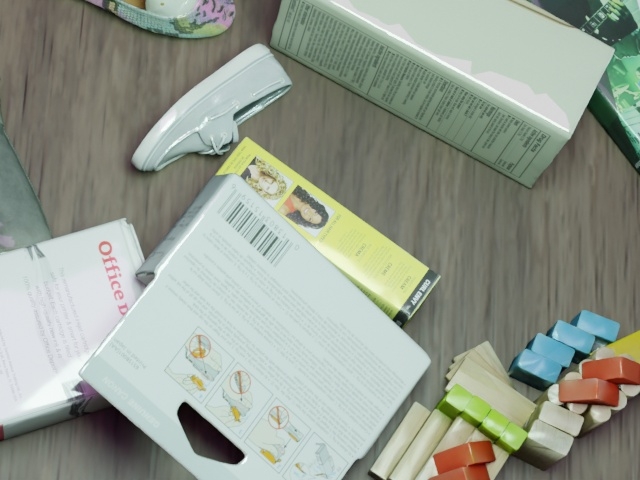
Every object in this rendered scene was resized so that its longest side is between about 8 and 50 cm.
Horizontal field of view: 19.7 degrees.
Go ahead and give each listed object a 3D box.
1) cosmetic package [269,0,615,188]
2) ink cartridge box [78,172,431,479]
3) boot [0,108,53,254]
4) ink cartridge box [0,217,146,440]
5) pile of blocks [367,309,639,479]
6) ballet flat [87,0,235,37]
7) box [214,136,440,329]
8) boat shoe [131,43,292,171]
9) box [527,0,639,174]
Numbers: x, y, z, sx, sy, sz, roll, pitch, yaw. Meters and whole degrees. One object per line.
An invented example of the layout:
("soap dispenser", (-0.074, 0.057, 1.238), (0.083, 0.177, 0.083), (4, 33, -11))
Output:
("cosmetic package", (0.115, -0.191, 1.821), (0.309, 0.160, 0.113), (28, 71, 0))
("ink cartridge box", (-0.063, 0.115, 1.702), (0.275, 0.060, 0.239), (44, 71, -18))
("boot", (-0.367, -0.062, 1.764), (0.190, 0.076, 0.208), (-12, 82, -9))
("ink cartridge box", (-0.258, 0.089, 1.715), (0.218, 0.092, 0.158), (-17, 77, -12))
("pile of blocks", (0.216, 0.141, 1.757), (0.362, 0.112, 0.149), (-29, 79, -16))
("ballet flat", (-0.191, -0.263, 1.840), (0.222, 0.079, 0.076), (20, 70, -2))
("box", (0.000, 0.000, 1.784), (0.232, 0.087, 0.058), (35, 69, 5))
("boat shoe", (-0.104, -0.119, 1.821), (0.063, 0.066, 0.184), (46, 63, 8))
("box", (0.333, -0.255, 1.925), (0.232, 0.058, 0.322), (-34, 80, -17))
